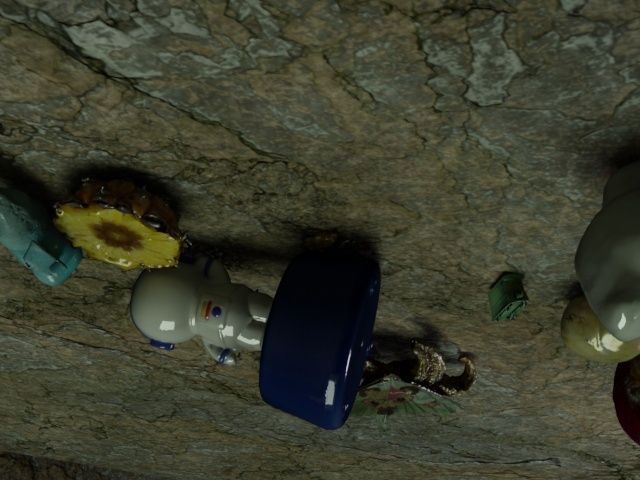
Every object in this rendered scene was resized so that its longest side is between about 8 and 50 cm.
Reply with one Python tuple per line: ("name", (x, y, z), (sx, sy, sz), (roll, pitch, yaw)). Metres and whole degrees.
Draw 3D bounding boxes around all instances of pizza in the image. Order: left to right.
("pizza", (0.000, 0.000, 1.368), (0.037, 0.016, 0.083), (20, 155, -26))

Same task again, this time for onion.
("onion", (0.609, 0.280, 1.559), (0.216, 0.207, 0.206), (28, 145, -24))

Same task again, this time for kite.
("kite", (0.129, 0.319, 1.734), (0.322, 0.013, 0.268), (-1, 146, -3))

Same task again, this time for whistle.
("whistle", (-0.436, -0.012, 1.353), (0.186, 0.093, 0.274), (37, 168, 29))

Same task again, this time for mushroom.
("mushroom", (0.444, 0.134, 1.405), (0.147, 0.112, 0.148), (8, 156, 3))

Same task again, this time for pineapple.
("pineapple", (-0.287, -0.028, 1.319), (0.224, 0.076, 0.225), (10, 154, 5))

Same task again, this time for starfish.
("starfish", (0.143, 0.261, 1.754), (0.303, 0.113, 0.312), (24, 140, -35))

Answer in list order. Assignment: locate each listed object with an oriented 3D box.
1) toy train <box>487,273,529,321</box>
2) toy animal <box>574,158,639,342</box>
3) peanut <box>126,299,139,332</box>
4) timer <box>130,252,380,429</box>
("toy train", (0.294, 0.092, 1.424), (0.038, 0.056, 0.093), (-5, 156, -12))
("toy animal", (0.434, -0.053, 0.957), (0.196, 0.241, 0.368), (10, 140, -23))
("peanut", (-0.284, 0.111, 1.589), (0.087, 0.087, 0.206), (20, 153, -24))
("timer", (-0.115, 0.121, 1.414), (0.383, 0.271, 0.270), (13, 155, 10))
